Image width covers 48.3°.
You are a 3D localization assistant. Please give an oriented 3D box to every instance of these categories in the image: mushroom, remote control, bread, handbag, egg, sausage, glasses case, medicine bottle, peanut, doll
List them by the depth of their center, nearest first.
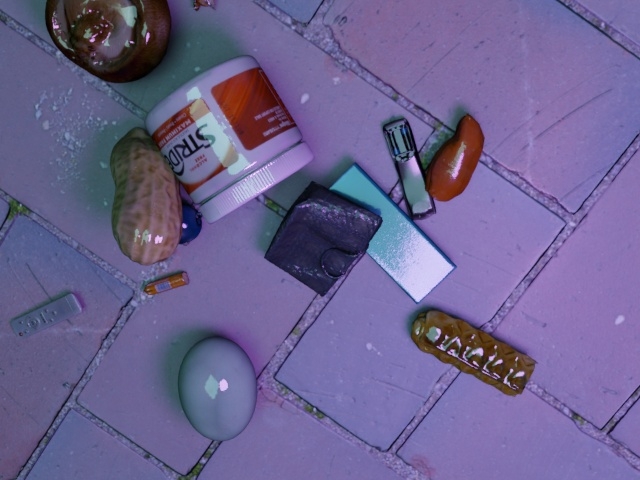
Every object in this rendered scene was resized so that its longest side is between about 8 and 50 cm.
[{"bbox_3d":[-0.175,-0.195,1.379,0.252,0.252,0.241,-32,96,12],"label":"medicine bottle"},{"bbox_3d":[-0.415,-0.436,1.410,0.253,0.153,0.253,2,104,8],"label":"mushroom"},{"bbox_3d":[0.271,-0.162,1.419,0.089,0.089,0.179,26,107,1],"label":"sausage"},{"bbox_3d":[-0.350,-0.095,1.426,0.140,0.325,0.153,-3,142,-19],"label":"peanut"},{"bbox_3d":[0.000,0.000,1.447,0.175,0.089,0.270,32,134,-4],"label":"handbag"},{"bbox_3d":[0.183,-0.143,1.461,0.059,0.028,0.212,-18,98,9],"label":"remote control"},{"bbox_3d":[0.136,-0.016,1.476,0.117,0.070,0.301,-43,92,7],"label":"glasses case"},{"bbox_3d":[0.313,0.231,1.491,0.269,0.098,0.087,27,61,1],"label":"bread"},{"bbox_3d":[-0.314,-0.029,1.516,0.151,0.086,0.114,-23,132,21],"label":"doll"},{"bbox_3d":[-0.219,0.318,1.528,0.167,0.168,0.231,-5,104,8],"label":"egg"},{"bbox_3d":[-0.344,0.097,1.570,0.107,0.031,0.031,-16,99,10],"label":"sausage"},{"bbox_3d":[-0.620,0.171,1.621,0.184,0.027,0.050,-24,96,15],"label":"remote control"}]

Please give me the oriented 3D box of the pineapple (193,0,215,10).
[{"bbox_3d":[-0.210,-0.621,1.347,0.161,0.158,0.335,-2,100,7],"label":"pineapple"}]
